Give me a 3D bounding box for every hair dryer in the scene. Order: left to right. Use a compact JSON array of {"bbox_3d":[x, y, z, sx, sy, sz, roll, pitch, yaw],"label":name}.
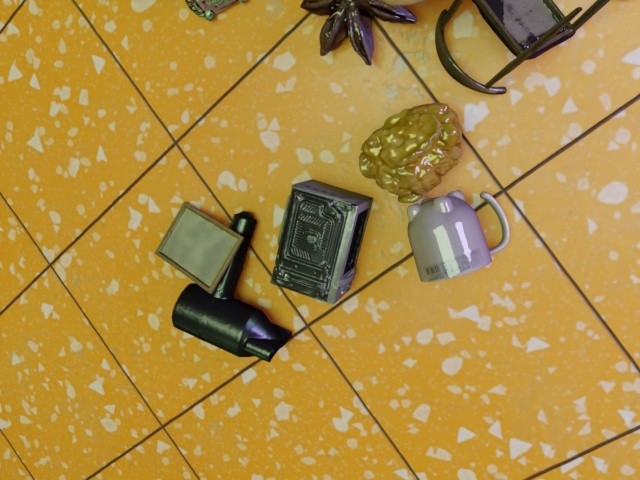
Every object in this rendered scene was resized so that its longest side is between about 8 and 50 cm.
[{"bbox_3d":[-0.161,0.096,1.281,0.244,0.116,0.302,20,100,13],"label":"hair dryer"}]

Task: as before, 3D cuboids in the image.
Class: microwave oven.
[{"bbox_3d":[0.000,0.000,1.183,0.162,0.122,0.208,18,106,15],"label":"microwave oven"}]

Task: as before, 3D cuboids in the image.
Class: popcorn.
[{"bbox_3d":[0.164,-0.156,1.077,0.194,0.140,0.163,-15,78,19],"label":"popcorn"}]

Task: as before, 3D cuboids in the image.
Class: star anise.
[{"bbox_3d":[0.074,-0.437,1.089,0.229,0.093,0.236,32,106,17],"label":"star anise"}]

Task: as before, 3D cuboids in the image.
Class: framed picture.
[{"bbox_3d":[-0.264,0.011,1.283,0.201,0.010,0.136,29,89,34],"label":"framed picture"}]

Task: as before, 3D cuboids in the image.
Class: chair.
[{"bbox_3d":[0.326,-0.381,0.974,0.188,0.166,0.272,54,154,3],"label":"chair"}]

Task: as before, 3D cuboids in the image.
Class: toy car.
[{"bbox_3d":[-0.205,-0.499,1.193,0.142,0.069,0.055,-17,55,22],"label":"toy car"}]

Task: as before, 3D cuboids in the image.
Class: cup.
[{"bbox_3d":[0.246,-0.016,1.083,0.174,0.134,0.141,-16,93,24],"label":"cup"}]

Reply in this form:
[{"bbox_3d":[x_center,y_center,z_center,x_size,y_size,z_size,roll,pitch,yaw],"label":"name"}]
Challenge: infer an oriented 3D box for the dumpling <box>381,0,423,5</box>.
[{"bbox_3d":[0.112,-0.502,0.922,0.316,0.395,0.233,28,146,40],"label":"dumpling"}]
